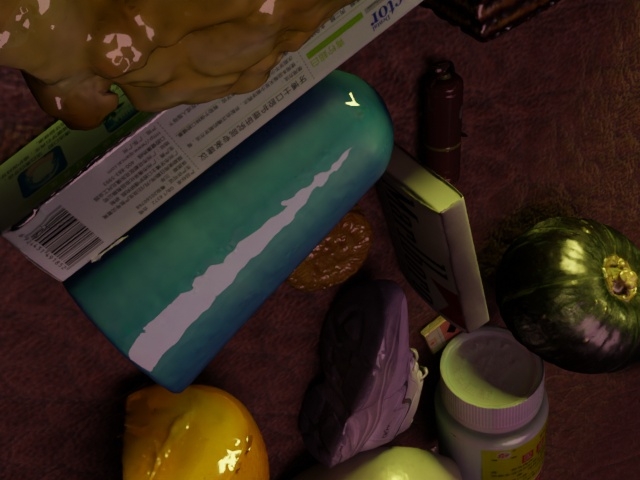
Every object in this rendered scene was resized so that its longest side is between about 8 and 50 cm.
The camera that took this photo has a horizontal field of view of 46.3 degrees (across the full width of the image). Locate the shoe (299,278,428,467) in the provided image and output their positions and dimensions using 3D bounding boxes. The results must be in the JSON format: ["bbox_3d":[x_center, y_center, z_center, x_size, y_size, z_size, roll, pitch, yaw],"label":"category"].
[{"bbox_3d":[0.068,0.143,0.822,0.138,0.095,0.245,-10,130,-34],"label":"shoe"}]

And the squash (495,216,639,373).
[{"bbox_3d":[0.294,0.063,0.856,0.156,0.193,0.193,-29,145,34],"label":"squash"}]

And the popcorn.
[{"bbox_3d":[-0.085,-0.195,0.347,0.237,0.293,0.293,-24,136,7],"label":"popcorn"}]

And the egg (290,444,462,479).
[{"bbox_3d":[0.050,0.375,0.888,0.206,0.161,0.271,29,118,-32],"label":"egg"}]

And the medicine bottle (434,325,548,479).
[{"bbox_3d":[0.215,0.225,0.947,0.139,0.139,0.225,-27,135,-16],"label":"medicine bottle"}]

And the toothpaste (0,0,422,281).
[{"bbox_3d":[-0.075,-0.110,0.519,0.336,0.081,0.067,-38,137,-1],"label":"toothpaste"}]

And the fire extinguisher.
[{"bbox_3d":[0.115,-0.113,0.696,0.056,0.039,0.132,-52,147,-42],"label":"fire extinguisher"}]

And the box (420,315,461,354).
[{"bbox_3d":[0.160,0.099,0.906,0.083,0.012,0.046,-37,137,-7],"label":"box"}]

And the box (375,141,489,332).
[{"bbox_3d":[0.104,0.000,0.718,0.036,0.115,0.177,-34,135,-12],"label":"box"}]

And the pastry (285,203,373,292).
[{"bbox_3d":[0.000,0.000,0.686,0.109,0.057,0.097,25,107,-43],"label":"pastry"}]

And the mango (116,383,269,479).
[{"bbox_3d":[-0.120,0.267,0.724,0.138,0.187,0.257,5,136,5],"label":"mango"}]

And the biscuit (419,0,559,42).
[{"bbox_3d":[0.239,-0.285,0.605,0.388,0.107,0.073,-31,137,-13],"label":"biscuit"}]

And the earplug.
[{"bbox_3d":[-0.055,-0.024,0.585,0.273,0.132,0.132,-44,136,-5],"label":"earplug"}]
